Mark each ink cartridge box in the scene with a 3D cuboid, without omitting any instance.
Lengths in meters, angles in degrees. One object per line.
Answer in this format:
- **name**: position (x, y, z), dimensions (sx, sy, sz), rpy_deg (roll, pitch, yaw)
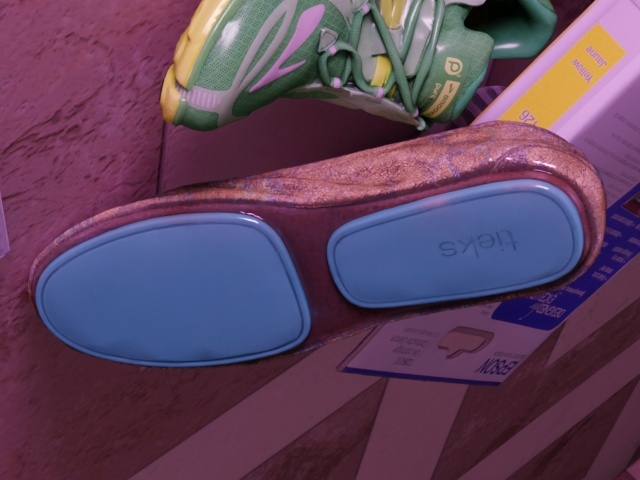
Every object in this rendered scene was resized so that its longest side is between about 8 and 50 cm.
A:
- **ink cartridge box**: position (0.163, -0.026, 1.231), dimensions (0.307, 0.072, 0.304), rpy_deg (-42, 158, 15)

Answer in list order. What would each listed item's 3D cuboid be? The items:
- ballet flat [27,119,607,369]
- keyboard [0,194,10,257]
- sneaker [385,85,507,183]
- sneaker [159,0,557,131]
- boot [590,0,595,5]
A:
- **ballet flat**: position (0.000, 0.000, 1.068), dimensions (0.349, 0.123, 0.123), rpy_deg (-11, 165, 15)
- **keyboard**: position (-0.199, -0.044, 0.893), dimensions (0.072, 0.014, 0.256), rpy_deg (-36, 157, -23)
- **sneaker**: position (0.070, -0.037, 1.334), dimensions (0.115, 0.105, 0.281), rpy_deg (-18, -172, 45)
- **sneaker**: position (0.034, -0.123, 1.021), dimensions (0.295, 0.123, 0.109), rpy_deg (-25, 152, -40)
- **boot**: position (0.276, -0.216, 1.317), dimensions (0.179, 0.236, 0.085), rpy_deg (-14, -152, 26)
